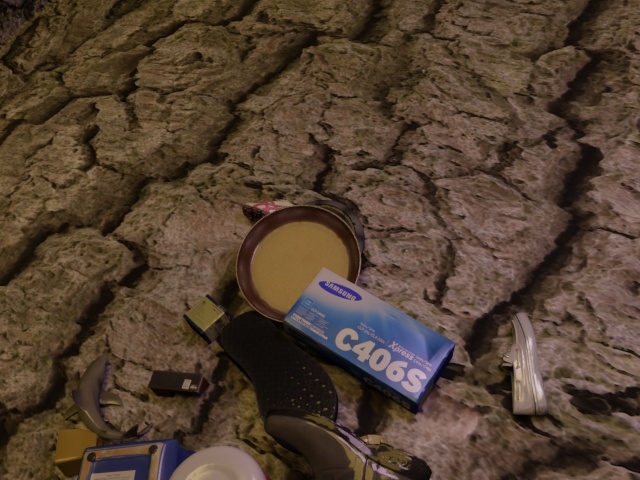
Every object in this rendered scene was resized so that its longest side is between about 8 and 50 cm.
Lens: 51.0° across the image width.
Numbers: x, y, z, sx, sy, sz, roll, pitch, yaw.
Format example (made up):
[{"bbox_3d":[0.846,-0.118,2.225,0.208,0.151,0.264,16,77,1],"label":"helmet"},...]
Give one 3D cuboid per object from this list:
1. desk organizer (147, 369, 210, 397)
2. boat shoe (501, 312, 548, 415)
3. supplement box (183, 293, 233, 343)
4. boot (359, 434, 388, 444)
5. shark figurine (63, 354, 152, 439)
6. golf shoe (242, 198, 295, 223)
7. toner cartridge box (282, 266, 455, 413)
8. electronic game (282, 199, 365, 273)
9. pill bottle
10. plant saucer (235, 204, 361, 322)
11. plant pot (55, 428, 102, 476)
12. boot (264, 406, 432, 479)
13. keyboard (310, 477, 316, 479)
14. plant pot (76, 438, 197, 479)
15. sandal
[{"bbox_3d":[-0.330,0.339,1.566,0.130,0.050,0.047,1,53,17],"label":"desk organizer"},{"bbox_3d":[0.414,0.253,1.396,0.076,0.083,0.226,-8,51,9],"label":"boat shoe"},{"bbox_3d":[-0.278,0.194,1.664,0.083,0.056,0.083,-43,53,-18],"label":"supplement box"},{"bbox_3d":[0.145,0.476,1.291,0.262,0.095,0.203,-6,45,6],"label":"boot"},{"bbox_3d":[-0.523,0.386,1.547,0.166,0.116,0.278,-39,50,-14],"label":"shark figurine"},{"bbox_3d":[-0.122,-0.076,1.835,0.186,0.067,0.086,14,51,14],"label":"golf shoe"},{"bbox_3d":[0.104,0.215,1.481,0.348,0.075,0.165,29,63,20],"label":"toner cartridge box"},{"bbox_3d":[0.000,0.000,1.724,0.229,0.048,0.229,-3,67,7],"label":"electronic game"},{"bbox_3d":[-0.143,0.506,1.197,0.182,0.323,0.181,-8,51,10],"label":"pill bottle"},{"bbox_3d":[-0.053,0.060,1.653,0.311,0.050,0.310,-3,67,8],"label":"plant saucer"},{"bbox_3d":[-0.538,0.471,1.506,0.083,0.081,0.081,-8,49,-6],"label":"plant pot"},{"bbox_3d":[0.012,0.447,1.196,0.338,0.118,0.222,16,63,23],"label":"boot"},{"bbox_3d":[0.032,0.543,1.314,0.108,0.023,0.180,-23,50,-3],"label":"keyboard"},{"bbox_3d":[-0.359,0.522,1.322,0.236,0.212,0.236,-8,51,10],"label":"plant pot"},{"bbox_3d":[-0.081,0.312,1.497,0.167,0.107,0.446,-33,38,-9],"label":"sandal"}]
